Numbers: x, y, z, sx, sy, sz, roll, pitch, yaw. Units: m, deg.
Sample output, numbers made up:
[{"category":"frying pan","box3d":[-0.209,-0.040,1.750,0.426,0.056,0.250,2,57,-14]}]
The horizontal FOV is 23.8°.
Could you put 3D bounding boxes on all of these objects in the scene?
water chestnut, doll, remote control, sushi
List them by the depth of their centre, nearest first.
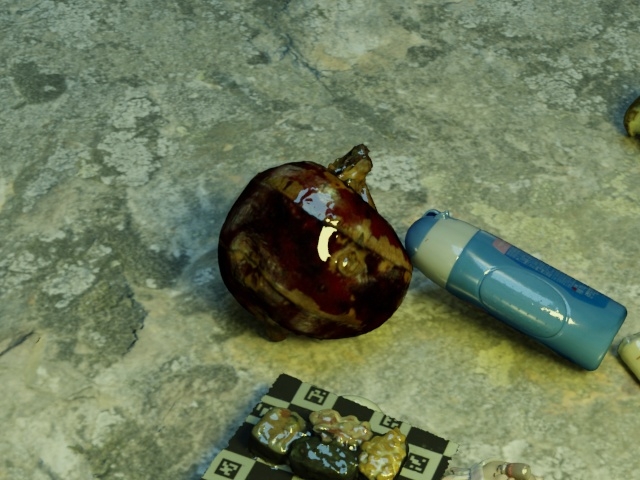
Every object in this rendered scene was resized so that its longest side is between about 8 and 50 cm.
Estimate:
[{"category":"sushi","box3d":[0.009,0.213,1.526,0.215,0.051,0.192,20,44,19]},{"category":"doll","box3d":[0.187,0.250,1.533,0.127,0.084,0.073,22,43,10]},{"category":"remote control","box3d":[0.010,0.241,1.564,0.078,0.042,0.221,15,42,12]},{"category":"water chestnut","box3d":[0.000,0.000,1.706,0.223,0.224,0.238,33,80,30]}]

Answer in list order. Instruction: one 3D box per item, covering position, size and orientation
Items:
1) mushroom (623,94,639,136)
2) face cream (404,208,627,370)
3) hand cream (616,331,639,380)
[{"category":"mushroom","box3d":[0.498,-0.094,1.947,0.087,0.107,0.333,29,23,-38]},{"category":"face cream","box3d":[0.214,0.050,1.722,0.264,0.083,0.149,30,10,12]},{"category":"hand cream","box3d":[0.385,0.159,1.692,0.061,0.039,0.143,-19,50,-27]}]
